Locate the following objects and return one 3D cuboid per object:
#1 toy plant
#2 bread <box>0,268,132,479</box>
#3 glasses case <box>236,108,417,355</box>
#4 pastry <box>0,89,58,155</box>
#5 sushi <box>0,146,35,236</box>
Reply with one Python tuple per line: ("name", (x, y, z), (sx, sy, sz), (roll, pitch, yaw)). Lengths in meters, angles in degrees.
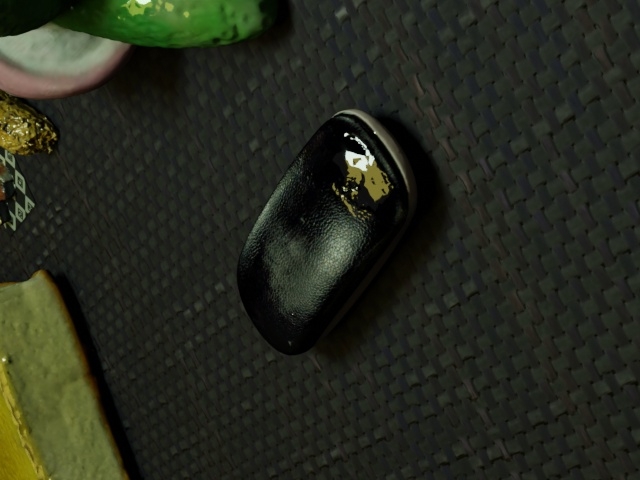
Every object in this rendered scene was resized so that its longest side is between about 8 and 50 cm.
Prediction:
("toy plant", (-0.242, -0.246, 1.478), (0.356, 0.317, 0.210), (175, 97, -68))
("bread", (-0.413, 0.214, 2.027), (0.333, 0.143, 0.323), (-10, 101, 56))
("glasses case", (0.000, 0.000, 1.395), (0.122, 0.075, 0.314), (55, 144, 17))
("pastry", (-0.392, -0.152, 1.854), (0.140, 0.080, 0.056), (37, 124, 38))
("sushi", (-0.433, -0.075, 1.999), (0.126, 0.026, 0.120), (-40, 74, 54))
